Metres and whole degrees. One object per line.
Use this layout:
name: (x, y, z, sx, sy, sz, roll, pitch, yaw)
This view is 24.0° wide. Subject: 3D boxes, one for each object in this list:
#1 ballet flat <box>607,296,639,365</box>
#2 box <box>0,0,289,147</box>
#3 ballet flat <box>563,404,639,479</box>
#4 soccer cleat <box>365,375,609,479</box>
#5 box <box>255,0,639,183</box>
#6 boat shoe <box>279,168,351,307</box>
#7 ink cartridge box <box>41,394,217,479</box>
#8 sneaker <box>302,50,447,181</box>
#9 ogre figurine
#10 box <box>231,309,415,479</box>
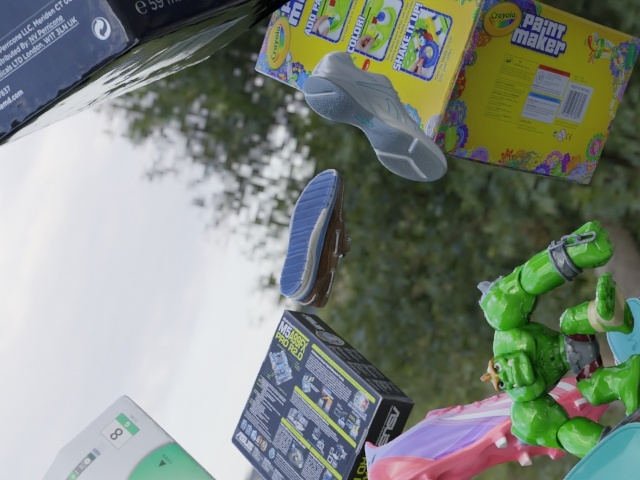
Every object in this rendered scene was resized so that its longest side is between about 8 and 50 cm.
ballet flat: (0.398, 0.181, 1.619, 0.348, 0.123, 0.123, -93, 12, -60)
box: (-0.178, -0.263, 1.096, 0.183, 0.294, 0.296, -29, 4, 35)
ballet flat: (0.239, 0.125, 0.926, 0.280, 0.096, 0.095, -55, 39, 11)
soccer cleat: (0.157, 0.181, 1.450, 0.083, 0.248, 0.095, 56, -173, -46)
box: (0.140, -0.202, 1.651, 0.290, 0.279, 0.177, 7, -74, -47)
boat shoe: (0.000, 0.000, 1.888, 0.066, 0.066, 0.183, -9, 57, 48)
ink cartridge box: (-0.207, 0.279, 1.420, 0.225, 0.181, 0.056, -41, -32, -18)
sneaker: (0.057, -0.112, 1.326, 0.054, 0.152, 0.061, -35, 22, 46)
ogre figurine: (0.194, 0.094, 1.193, 0.197, 0.118, 0.097, 65, -148, -21)
box: (-0.003, 0.247, 2.037, 0.270, 0.060, 0.216, 38, 109, 52)
